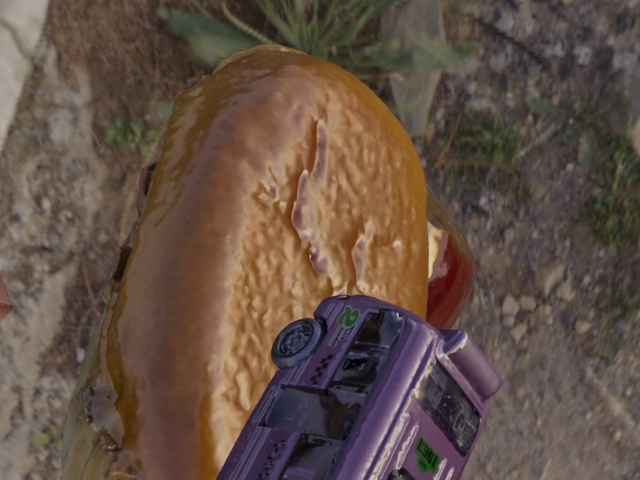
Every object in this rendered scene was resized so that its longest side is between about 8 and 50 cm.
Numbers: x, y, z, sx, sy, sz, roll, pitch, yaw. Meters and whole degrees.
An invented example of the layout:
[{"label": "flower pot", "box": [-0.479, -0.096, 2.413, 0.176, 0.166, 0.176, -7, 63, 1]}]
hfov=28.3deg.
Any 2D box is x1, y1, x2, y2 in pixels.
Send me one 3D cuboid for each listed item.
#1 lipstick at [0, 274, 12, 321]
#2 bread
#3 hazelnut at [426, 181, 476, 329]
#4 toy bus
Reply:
[{"label": "lipstick", "box": [-0.415, 0.036, 1.523, 0.045, 0.045, 0.145, -45, 53, 21]}, {"label": "bread", "box": [-0.043, 0.056, 0.835, 0.236, 0.183, 0.388, 19, 59, -28]}, {"label": "hazelnut", "box": [0.000, 0.000, 1.608, 0.359, 0.409, 0.359, -4, 109, -13]}, {"label": "toy bus", "box": [0.011, 0.114, 0.598, 0.098, 0.087, 0.178, -3, 47, 44]}]
